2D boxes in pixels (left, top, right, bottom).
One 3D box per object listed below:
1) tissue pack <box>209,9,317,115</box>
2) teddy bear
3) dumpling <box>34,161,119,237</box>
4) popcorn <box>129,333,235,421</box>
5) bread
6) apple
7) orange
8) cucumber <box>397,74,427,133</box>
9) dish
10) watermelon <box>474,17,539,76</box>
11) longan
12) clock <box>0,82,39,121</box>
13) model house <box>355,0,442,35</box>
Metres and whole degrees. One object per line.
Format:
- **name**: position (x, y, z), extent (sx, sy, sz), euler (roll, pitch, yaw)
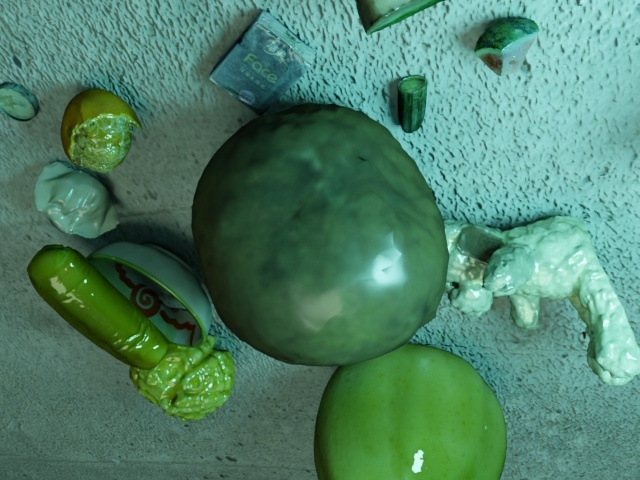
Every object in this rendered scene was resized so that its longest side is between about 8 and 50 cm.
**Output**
- **tissue pack**: position (-0.095, -0.285, 1.150), extent (0.112, 0.051, 0.156), euler (35, 137, -20)
- **teddy bear**: position (0.325, 0.111, 1.274), extent (0.362, 0.375, 0.327), euler (-17, 160, 12)
- **dumpling**: position (-0.504, -0.076, 1.459), extent (0.188, 0.127, 0.108), euler (42, 139, -20)
- **popcorn**: position (-0.350, 0.333, 1.809), extent (0.258, 0.224, 0.270), euler (12, 165, 45)
- **bread**: position (-0.500, 0.162, 1.583), extent (0.166, 0.112, 0.383), euler (-2, 137, 41)
- **apple**: position (0.199, 0.472, 1.642), extent (0.473, 0.474, 0.474), euler (9, 139, 8)
- **orange**: position (-0.395, -0.198, 1.280), extent (0.156, 0.134, 0.157), euler (21, 119, 45)
- **cucumber**: position (0.149, -0.215, 1.152), extent (0.048, 0.048, 0.105), euler (6, 139, 11)
- **dish**: position (-0.369, 0.099, 1.610), extent (0.324, 0.124, 0.324), euler (22, 148, 15)
- **watermelon**: position (0.275, -0.282, 1.014), extent (0.092, 0.085, 0.072), euler (-5, 147, 42)
- **longan**: position (-0.007, 0.001, 1.161), extent (0.404, 0.436, 0.404), euler (-24, 163, -8)
- **clock**: position (-0.583, -0.264, 1.357), extent (0.085, 0.017, 0.085), euler (9, 139, 8)
- **model house**: position (0.141, -0.425, 0.807), extent (0.298, 0.243, 0.284), euler (-23, 103, 5)
